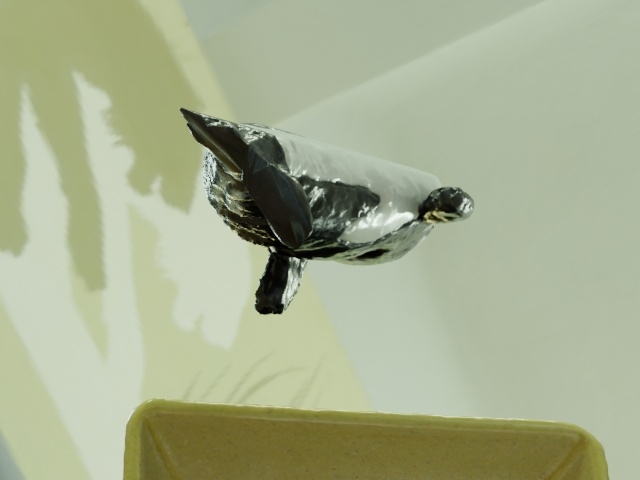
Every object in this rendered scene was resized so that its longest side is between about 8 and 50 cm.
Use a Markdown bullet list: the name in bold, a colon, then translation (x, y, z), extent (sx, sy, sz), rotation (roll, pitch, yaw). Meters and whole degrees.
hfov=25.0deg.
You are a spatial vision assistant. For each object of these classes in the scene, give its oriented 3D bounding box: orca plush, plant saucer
- **orca plush**: translation (0.000, 0.000, 0.793), extent (0.151, 0.287, 0.102), rotation (17, -85, 5)
- **plant saucer**: translation (0.033, 0.273, 0.927), extent (0.333, 0.333, 0.081), rotation (4, -35, -8)
